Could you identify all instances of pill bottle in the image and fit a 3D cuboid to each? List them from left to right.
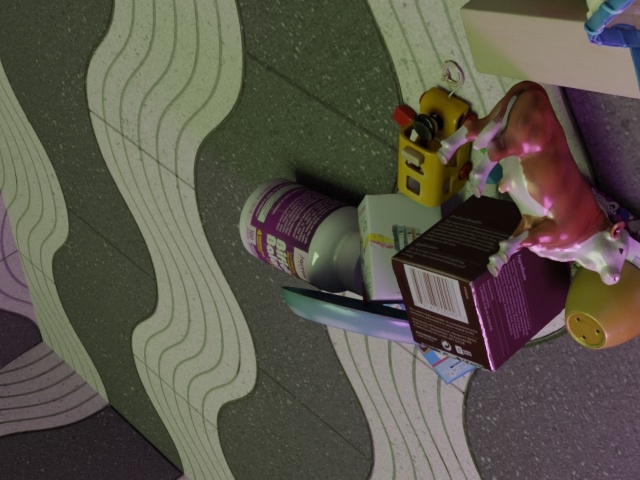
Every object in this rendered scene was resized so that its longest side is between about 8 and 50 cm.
[{"bbox_3d":[0.000,0.000,2.073,0.301,0.169,0.169,24,139,42],"label":"pill bottle"}]

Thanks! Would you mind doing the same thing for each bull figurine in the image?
[{"bbox_3d":[0.298,-0.058,1.502,0.310,0.188,0.101,62,166,-11],"label":"bull figurine"}]

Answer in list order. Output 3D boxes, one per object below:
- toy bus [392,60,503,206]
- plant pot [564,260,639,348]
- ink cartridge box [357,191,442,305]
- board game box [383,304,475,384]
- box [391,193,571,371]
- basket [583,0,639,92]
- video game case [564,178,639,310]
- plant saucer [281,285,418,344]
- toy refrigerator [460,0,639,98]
[{"bbox_3d":[0.174,-0.150,1.734,0.202,0.104,0.191,57,150,-8],"label":"toy bus"},{"bbox_3d":[0.407,0.102,1.593,0.134,0.095,0.134,32,144,27],"label":"plant pot"},{"bbox_3d":[0.134,0.014,1.841,0.128,0.127,0.176,121,146,-80],"label":"ink cartridge box"},{"bbox_3d":[0.215,0.160,2.068,0.211,0.039,0.160,50,150,4],"label":"board game box"},{"bbox_3d":[0.247,0.059,1.666,0.168,0.203,0.167,18,134,48],"label":"box"},{"bbox_3d":[0.409,-0.258,1.160,0.255,0.201,0.289,148,118,-61],"label":"basket"},{"bbox_3d":[0.393,0.017,1.662,0.210,0.042,0.232,40,148,21],"label":"video game case"},{"bbox_3d":[0.082,0.135,1.922,0.317,0.317,0.044,14,92,48],"label":"plant saucer"},{"bbox_3d":[0.319,-0.267,1.423,0.269,0.094,0.102,20,141,47],"label":"toy refrigerator"}]
